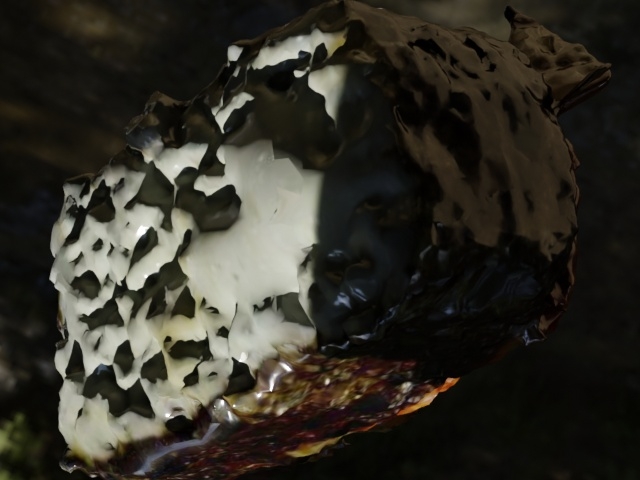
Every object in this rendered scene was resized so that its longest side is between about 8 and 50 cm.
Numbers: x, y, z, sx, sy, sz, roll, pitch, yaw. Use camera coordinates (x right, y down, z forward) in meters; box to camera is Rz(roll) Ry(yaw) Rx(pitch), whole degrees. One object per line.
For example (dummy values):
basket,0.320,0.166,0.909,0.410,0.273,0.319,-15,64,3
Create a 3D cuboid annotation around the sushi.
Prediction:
sushi,0.000,0.000,0.940,0.182,0.196,0.343,-2,155,-46
